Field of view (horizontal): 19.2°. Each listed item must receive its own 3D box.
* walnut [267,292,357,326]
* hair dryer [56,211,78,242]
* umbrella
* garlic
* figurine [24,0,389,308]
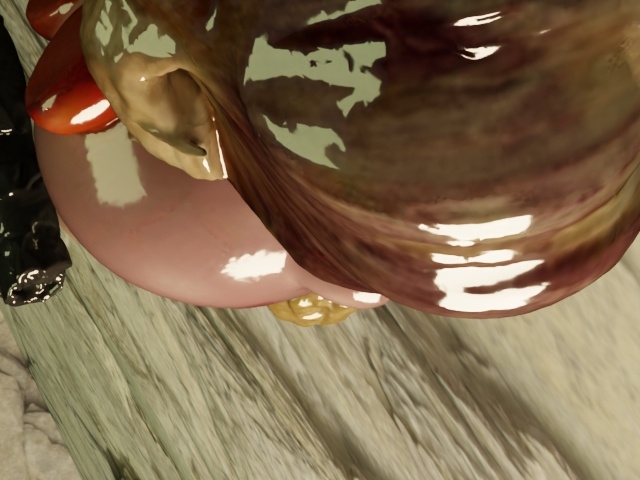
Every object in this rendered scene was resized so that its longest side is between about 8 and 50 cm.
[{"bbox_3d":[0.000,0.000,0.929,0.096,0.082,0.079,109,161,-61],"label":"walnut"},{"bbox_3d":[-0.147,-0.153,1.176,0.189,0.106,0.344,-172,64,-75],"label":"hair dryer"},{"bbox_3d":[-0.208,-0.075,1.192,0.066,0.059,0.236,-39,64,54],"label":"umbrella"},{"bbox_3d":[0.004,-0.086,0.594,0.245,0.160,0.245,162,90,-75],"label":"garlic"},{"bbox_3d":[-0.037,-0.052,0.793,0.173,0.173,0.173,55,164,24],"label":"figurine"}]
